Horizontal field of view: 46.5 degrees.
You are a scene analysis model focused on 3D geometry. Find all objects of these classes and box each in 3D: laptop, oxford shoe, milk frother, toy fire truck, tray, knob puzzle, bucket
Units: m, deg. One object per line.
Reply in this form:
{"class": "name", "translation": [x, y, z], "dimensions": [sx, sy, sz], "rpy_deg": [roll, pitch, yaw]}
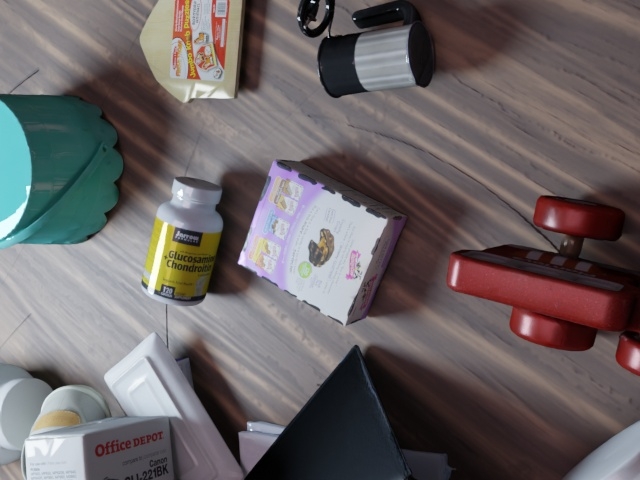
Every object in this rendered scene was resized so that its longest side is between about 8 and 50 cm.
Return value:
{"class": "laptop", "translation": [0.060, 0.430, 0.968], "dimensions": [0.408, 0.236, 0.382], "rpy_deg": [40, 106, 9]}
{"class": "oxford shoe", "translation": [-0.391, 0.463, 1.220], "dimensions": [0.169, 0.130, 0.450], "rpy_deg": [-6, 101, 5]}
{"class": "milk frother", "translation": [0.057, -0.259, 0.954], "dimensions": [0.134, 0.143, 0.129], "rpy_deg": [-1, 87, 31]}
{"class": "toy fire truck", "translation": [0.307, 0.059, 0.778], "dimensions": [0.302, 0.254, 0.170], "rpy_deg": [16, 102, 27]}
{"class": "tray", "translation": [-0.244, 0.295, 1.182], "dimensions": [0.145, 0.030, 0.270], "rpy_deg": [-40, 77, 24]}
{"class": "knob puzzle", "translation": [-0.198, -0.310, 1.156], "dimensions": [0.213, 0.030, 0.213], "rpy_deg": [3, 97, 29]}
{"class": "bucket", "translation": [-0.493, -0.116, 1.249], "dimensions": [0.281, 0.183, 0.281], "rpy_deg": [3, 96, 29]}

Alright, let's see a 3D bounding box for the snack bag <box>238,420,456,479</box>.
{"class": "snack bag", "translation": [0.030, 0.446, 1.092], "dimensions": [0.342, 0.037, 0.323], "rpy_deg": [2, 95, 29]}

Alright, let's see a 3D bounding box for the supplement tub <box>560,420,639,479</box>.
{"class": "supplement tub", "translation": [0.396, 0.344, 0.790], "dimensions": [0.191, 0.191, 0.272], "rpy_deg": [-45, 73, 24]}

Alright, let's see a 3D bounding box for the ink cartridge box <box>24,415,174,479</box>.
{"class": "ink cartridge box", "translation": [-0.307, 0.401, 1.076], "dimensions": [0.114, 0.197, 0.273], "rpy_deg": [-11, 82, 23]}

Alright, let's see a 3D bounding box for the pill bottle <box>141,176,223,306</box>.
{"class": "pill bottle", "translation": [-0.208, 0.000, 1.146], "dimensions": [0.103, 0.103, 0.184], "rpy_deg": [22, 105, 26]}

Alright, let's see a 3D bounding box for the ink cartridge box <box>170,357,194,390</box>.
{"class": "ink cartridge box", "translation": [-0.250, 0.302, 1.229], "dimensions": [0.097, 0.046, 0.207], "rpy_deg": [-10, 89, 28]}

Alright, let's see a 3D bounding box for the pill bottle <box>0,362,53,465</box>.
{"class": "pill bottle", "translation": [-0.641, 0.319, 1.370], "dimensions": [0.322, 0.181, 0.182], "rpy_deg": [-8, 90, 29]}

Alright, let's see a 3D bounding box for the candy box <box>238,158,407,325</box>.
{"class": "candy box", "translation": [0.000, 0.000, 1.050], "dimensions": [0.196, 0.070, 0.165], "rpy_deg": [29, 107, 25]}
